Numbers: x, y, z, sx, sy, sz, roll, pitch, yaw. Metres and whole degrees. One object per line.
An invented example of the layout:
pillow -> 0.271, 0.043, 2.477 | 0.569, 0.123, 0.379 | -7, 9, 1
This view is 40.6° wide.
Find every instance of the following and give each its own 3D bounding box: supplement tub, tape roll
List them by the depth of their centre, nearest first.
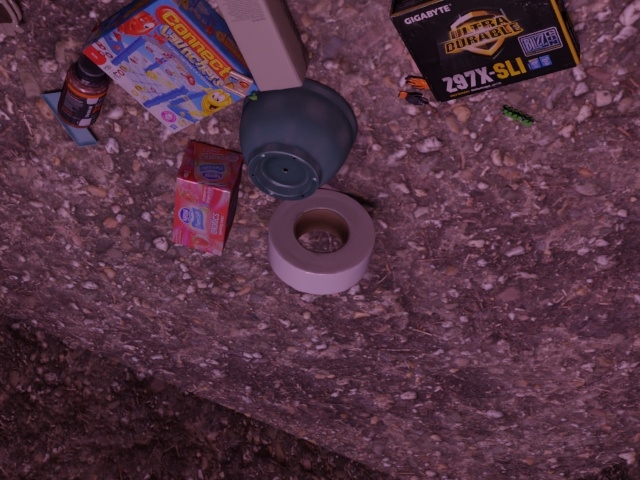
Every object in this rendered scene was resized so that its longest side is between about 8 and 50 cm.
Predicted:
supplement tub -> -0.584, -0.373, 2.145 | 0.106, 0.106, 0.198 | 24, 143, -13
tape roll -> 0.000, 0.000, 2.291 | 0.286, 0.286, 0.100 | 11, 144, 4

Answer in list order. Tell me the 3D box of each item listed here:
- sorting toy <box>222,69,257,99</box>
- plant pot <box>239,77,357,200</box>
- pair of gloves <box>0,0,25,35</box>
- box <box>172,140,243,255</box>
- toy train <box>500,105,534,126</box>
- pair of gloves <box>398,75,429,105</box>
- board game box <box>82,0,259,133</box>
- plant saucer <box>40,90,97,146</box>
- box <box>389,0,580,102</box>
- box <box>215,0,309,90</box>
sorting toy -> -0.177, -0.349, 1.973 | 0.083, 0.012, 0.062 | 24, 142, -13
plant pot -> -0.070, -0.223, 2.096 | 0.292, 0.196, 0.293 | 9, 142, 7
pair of gloves -> -0.823, -0.561, 2.033 | 0.240, 0.042, 0.204 | 0, 144, 21
box -> -0.311, -0.111, 2.363 | 0.154, 0.142, 0.300 | 16, 143, -1
toy train -> 0.452, -0.285, 1.991 | 0.083, 0.017, 0.024 | 22, 153, -11
pair of gloves -> 0.222, -0.344, 1.996 | 0.074, 0.010, 0.083 | 16, 144, -3
board game box -> -0.338, -0.423, 2.013 | 0.301, 0.086, 0.308 | -20, 132, 37
plant saucer -> -0.666, -0.325, 2.307 | 0.067, 0.018, 0.192 | -3, 141, 22
box -> 0.341, -0.433, 1.786 | 0.321, 0.079, 0.257 | -11, 138, 29
box -> -0.123, -0.461, 1.887 | 0.113, 0.094, 0.275 | -2, 141, 21
